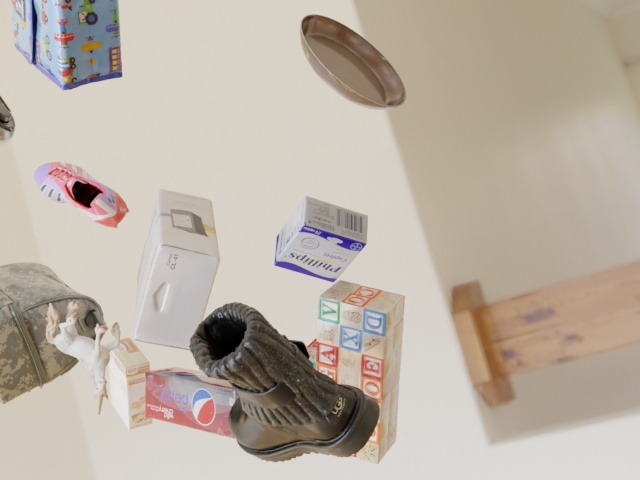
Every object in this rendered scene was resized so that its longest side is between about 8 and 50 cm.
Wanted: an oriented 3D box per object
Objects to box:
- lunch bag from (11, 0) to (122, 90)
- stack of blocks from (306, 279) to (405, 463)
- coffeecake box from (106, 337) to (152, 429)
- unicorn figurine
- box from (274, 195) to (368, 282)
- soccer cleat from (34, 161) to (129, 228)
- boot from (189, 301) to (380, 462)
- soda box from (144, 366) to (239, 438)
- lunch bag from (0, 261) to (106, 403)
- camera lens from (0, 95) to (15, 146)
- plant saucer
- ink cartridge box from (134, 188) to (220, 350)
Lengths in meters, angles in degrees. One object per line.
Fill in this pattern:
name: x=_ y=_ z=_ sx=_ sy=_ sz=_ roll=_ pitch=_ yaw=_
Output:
lunch bag: x=-0.523 y=-0.452 z=1.885 sx=0.138 sy=0.221 sz=0.293 roll=-22 pitch=39 yaw=-37
stack of blocks: x=0.047 y=0.227 z=1.702 sx=0.171 sy=0.297 sz=0.087 roll=12 pitch=24 yaw=23
coffeecake box: x=-0.491 y=0.366 z=2.485 sx=0.068 sy=0.186 sz=0.142 roll=-12 pitch=28 yaw=-28
unicorn figurine: x=-0.351 y=0.166 z=1.460 sx=0.060 sy=0.162 sz=0.111 roll=-13 pitch=-48 yaw=-57
box: x=0.000 y=0.000 z=1.739 sx=0.126 sy=0.072 sz=0.137 roll=17 pitch=-39 yaw=-18
soccer cleat: x=-0.455 y=-0.099 z=1.788 sx=0.083 sy=0.248 sz=0.095 roll=-55 pitch=-33 yaw=-11
boot: x=-0.101 y=0.211 z=1.434 sx=0.260 sy=0.131 sz=0.348 roll=36 pitch=-31 yaw=-23
soda box: x=-0.211 y=0.292 z=1.764 sx=0.263 sy=0.092 sz=0.083 roll=2 pitch=4 yaw=44
lunch bag: x=-0.614 y=0.167 z=2.011 sx=0.256 sy=0.213 sz=0.305 roll=-29 pitch=29 yaw=-26
camera lens: x=-0.907 y=-0.270 z=2.363 sx=0.274 sy=0.219 sz=0.219 roll=-38 pitch=-9 yaw=6
plant saucer: x=0.069 y=-0.412 z=2.289 sx=0.310 sy=0.311 sz=0.050 roll=-8 pitch=-34 yaw=-52
ink cartridge box: x=-0.303 y=0.055 z=2.016 sx=0.131 sy=0.226 sz=0.306 roll=12 pitch=22 yaw=-16
